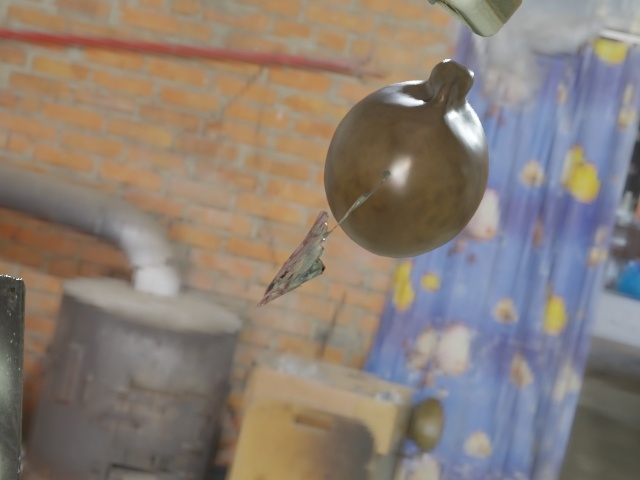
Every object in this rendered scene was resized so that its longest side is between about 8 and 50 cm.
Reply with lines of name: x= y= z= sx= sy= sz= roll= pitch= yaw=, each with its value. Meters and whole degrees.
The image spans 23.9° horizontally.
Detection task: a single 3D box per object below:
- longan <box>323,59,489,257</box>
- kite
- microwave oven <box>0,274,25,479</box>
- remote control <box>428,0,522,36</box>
longan: x=0.090 y=-0.081 z=1.475 sx=0.159 sy=0.204 sz=0.185 roll=27 pitch=14 yaw=0
kite: x=0.000 y=0.000 z=1.184 sx=0.011 sy=0.157 sz=0.139 roll=41 pitch=18 yaw=-15
microwave oven: x=-0.539 y=0.136 z=1.469 sx=0.375 sy=0.236 sz=0.432 roll=-5 pitch=-11 yaw=20
remote control: x=-0.001 y=-0.264 z=1.016 sx=0.335 sy=0.065 sz=0.128 roll=42 pitch=5 yaw=15
